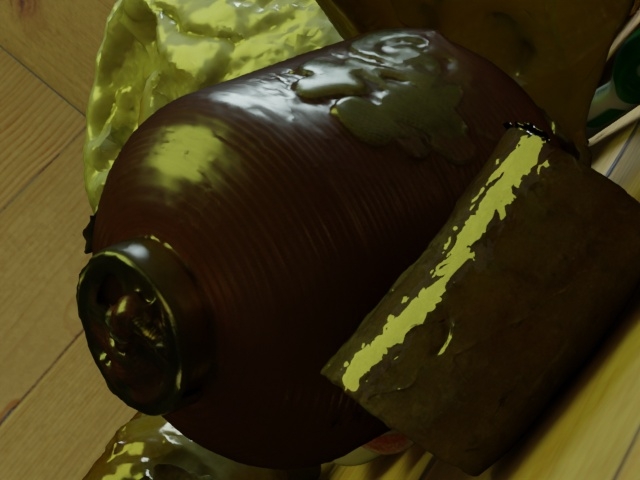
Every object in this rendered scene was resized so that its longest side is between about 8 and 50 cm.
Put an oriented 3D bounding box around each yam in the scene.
[{"bbox_3d":[0.069,0.024,0.768,0.127,0.084,0.084,-53,2,-2],"label":"yam"}]

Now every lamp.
[{"bbox_3d":[0.000,0.000,0.886,0.258,0.180,0.180,-23,-16,-37],"label":"lamp"}]

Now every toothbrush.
[{"bbox_3d":[0.184,-0.101,1.114,0.418,0.042,0.040,142,136,-79],"label":"toothbrush"}]

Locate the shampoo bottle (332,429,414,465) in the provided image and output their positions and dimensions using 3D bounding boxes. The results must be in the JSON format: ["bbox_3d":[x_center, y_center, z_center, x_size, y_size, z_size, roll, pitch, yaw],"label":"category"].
[{"bbox_3d":[0.036,0.073,1.065,0.108,0.051,0.221,-48,1,6],"label":"shampoo bottle"}]

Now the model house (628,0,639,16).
[{"bbox_3d":[0.152,-0.204,1.518,0.229,0.199,0.219,-61,10,5],"label":"model house"}]

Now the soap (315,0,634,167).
[{"bbox_3d":[0.143,-0.210,1.060,0.338,0.304,0.169,-38,20,2],"label":"soap"}]

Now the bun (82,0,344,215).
[{"bbox_3d":[-0.023,-0.082,1.301,0.352,0.227,0.349,34,113,52],"label":"bun"}]

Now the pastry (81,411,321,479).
[{"bbox_3d":[-0.108,0.193,1.226,0.257,0.121,0.236,-52,-3,8],"label":"pastry"}]
